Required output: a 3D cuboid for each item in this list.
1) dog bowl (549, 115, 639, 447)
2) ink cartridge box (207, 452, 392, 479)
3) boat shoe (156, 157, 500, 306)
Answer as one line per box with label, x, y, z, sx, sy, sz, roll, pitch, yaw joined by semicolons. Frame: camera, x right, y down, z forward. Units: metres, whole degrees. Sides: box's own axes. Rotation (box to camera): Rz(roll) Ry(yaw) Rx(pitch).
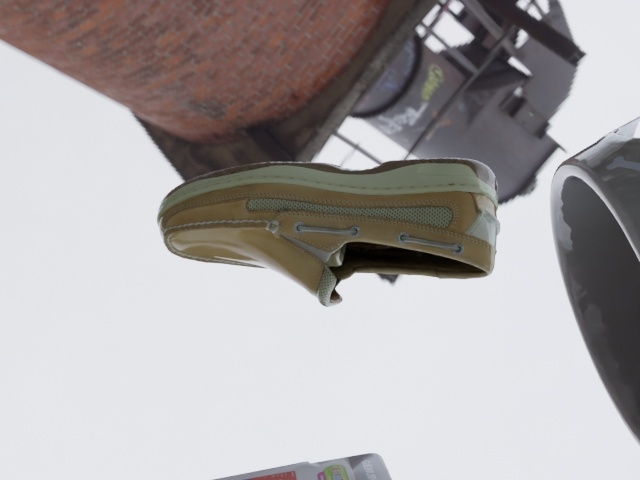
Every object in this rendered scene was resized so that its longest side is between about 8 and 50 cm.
dog bowl;0.313;0.057;0.922;0.102;0.348;0.348;-19;-121;-1
ink cartridge box;-0.046;0.315;0.828;0.272;0.309;0.130;-11;-74;-4
boat shoe;0.000;0.000;0.547;0.190;0.068;0.072;-5;-115;15
